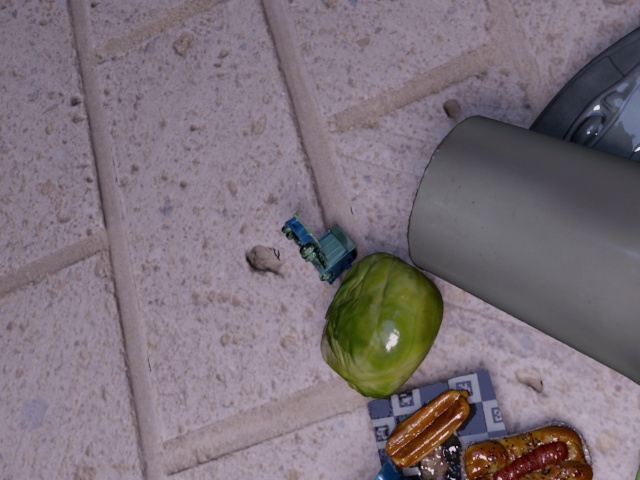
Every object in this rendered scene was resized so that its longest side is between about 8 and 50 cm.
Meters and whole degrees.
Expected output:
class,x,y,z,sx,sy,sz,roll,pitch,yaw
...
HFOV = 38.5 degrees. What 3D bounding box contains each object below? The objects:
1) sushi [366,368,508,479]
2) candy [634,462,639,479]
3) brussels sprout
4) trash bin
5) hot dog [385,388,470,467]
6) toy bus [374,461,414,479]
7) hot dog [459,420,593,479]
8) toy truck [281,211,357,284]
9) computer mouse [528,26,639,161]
class,x,y,z,sx,sy,sz,roll,pitch,yaw
sushi,0.186,0.314,1.316,0.192,0.050,0.215,-18,73,15
candy,0.459,0.390,1.131,0.142,0.132,0.344,-5,66,43
brussels sprout,0.092,0.129,1.341,0.161,0.223,0.223,13,72,-14
trash bin,0.359,0.011,1.231,0.432,0.280,0.280,25,82,31
hot dog,0.153,0.261,1.291,0.144,0.038,0.062,-42,65,5
toy bus,0.149,0.409,1.216,0.246,0.113,0.134,26,101,12
hot dog,0.278,0.308,1.231,0.191,0.059,0.108,-9,68,-16
toy truck,0.000,0.000,1.445,0.081,0.175,0.067,-40,60,-3
computer mouse,0.462,-0.206,1.363,0.371,0.122,0.188,-44,60,6
